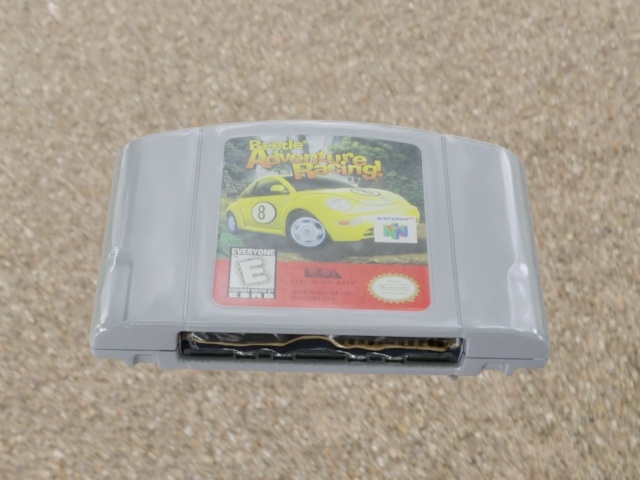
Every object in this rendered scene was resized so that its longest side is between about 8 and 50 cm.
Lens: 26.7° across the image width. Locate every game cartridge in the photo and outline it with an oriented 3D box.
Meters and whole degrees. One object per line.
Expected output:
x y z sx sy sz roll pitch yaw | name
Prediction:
0.000 0.000 0.917 0.294 0.060 0.196 1 44 -2 | game cartridge

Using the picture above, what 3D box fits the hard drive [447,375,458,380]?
0.139 0.052 1.639 0.054 0.254 0.172 15 70 30 | hard drive
